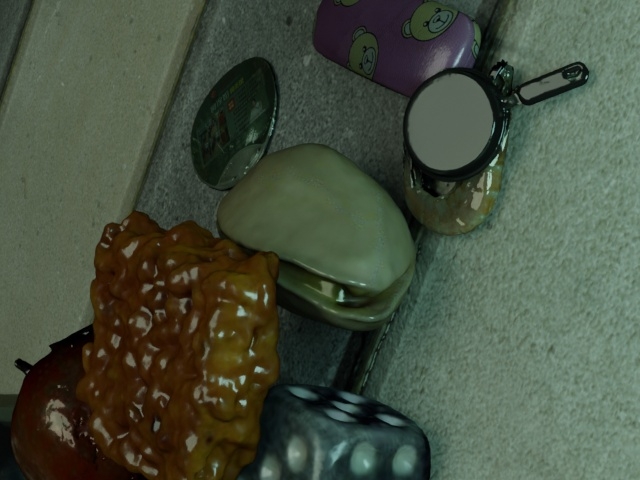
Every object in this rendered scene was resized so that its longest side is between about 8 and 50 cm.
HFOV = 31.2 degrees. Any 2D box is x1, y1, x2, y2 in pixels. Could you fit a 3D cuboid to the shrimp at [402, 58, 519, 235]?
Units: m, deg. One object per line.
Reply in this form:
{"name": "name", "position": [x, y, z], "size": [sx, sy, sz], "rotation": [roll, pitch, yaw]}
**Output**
{"name": "shrimp", "position": [0.169, -0.115, 1.378], "size": [0.152, 0.046, 0.219], "rotation": [24, 99, 47]}

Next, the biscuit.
{"name": "biscuit", "position": [-0.175, 0.139, 1.367], "size": [0.312, 0.110, 0.318], "rotation": [21, 103, 46]}

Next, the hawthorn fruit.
{"name": "hawthorn fruit", "position": [-0.279, 0.256, 1.618], "size": [0.316, 0.316, 0.316], "rotation": [-17, 67, 46]}

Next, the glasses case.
{"name": "glasses case", "position": [0.089, -0.264, 1.482], "size": [0.316, 0.076, 0.123], "rotation": [35, 102, 51]}

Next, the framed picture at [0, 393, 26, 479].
{"name": "framed picture", "position": [-0.522, 0.436, 2.051], "size": [0.446, 0.028, 0.326], "rotation": [-10, 72, 48]}

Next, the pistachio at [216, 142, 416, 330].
{"name": "pistachio", "position": [0.000, 0.000, 1.410], "size": [0.332, 0.226, 0.208], "rotation": [45, 130, 49]}

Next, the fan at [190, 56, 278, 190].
{"name": "fan", "position": [-0.146, -0.138, 1.778], "size": [0.223, 0.012, 0.294], "rotation": [-1, 78, 50]}

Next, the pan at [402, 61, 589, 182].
{"name": "pan", "position": [0.193, -0.153, 1.309], "size": [0.235, 0.028, 0.136], "rotation": [-22, 74, 28]}

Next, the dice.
{"name": "dice", "position": [0.009, 0.279, 1.348], "size": [0.183, 0.181, 0.182], "rotation": [22, 100, 53]}
